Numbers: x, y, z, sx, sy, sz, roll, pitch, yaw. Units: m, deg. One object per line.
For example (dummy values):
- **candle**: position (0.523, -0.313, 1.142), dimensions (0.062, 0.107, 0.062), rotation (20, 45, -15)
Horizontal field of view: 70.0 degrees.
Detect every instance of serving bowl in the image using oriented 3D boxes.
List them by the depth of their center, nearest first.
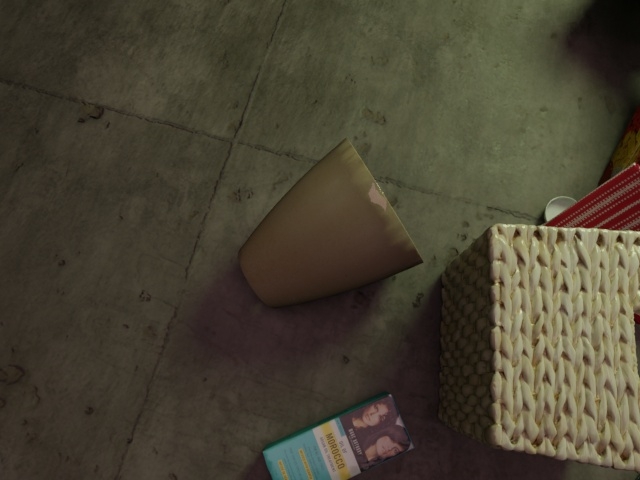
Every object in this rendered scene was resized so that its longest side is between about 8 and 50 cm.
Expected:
- **serving bowl**: position (0.497, -0.047, 0.938), dimensions (0.083, 0.027, 0.083), rotation (0, 75, -1)

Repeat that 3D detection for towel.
- **towel**: position (0.573, 0.015, 0.824), dimensions (0.275, 0.199, 0.031), rotation (44, 38, 0)

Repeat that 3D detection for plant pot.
- **plant pot**: position (0.000, 0.000, 0.825), dimensions (0.274, 0.256, 0.256), rotation (-32, 78, 9)

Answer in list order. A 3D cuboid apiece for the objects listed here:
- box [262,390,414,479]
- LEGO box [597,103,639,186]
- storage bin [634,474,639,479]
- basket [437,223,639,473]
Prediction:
- **box**: position (0.031, 0.363, 0.803), dimensions (0.244, 0.060, 0.101), rotation (-22, 77, -7)
- **LEGO box**: position (0.851, -0.172, 0.801), dimensions (0.500, 0.193, 0.372), rotation (25, 102, 11)
- **storage bin**: position (0.648, 0.432, 0.787), dimensions (0.180, 0.084, 0.122), rotation (-42, 80, -12)
- **basket**: position (0.355, 0.168, 0.725), dimensions (0.266, 0.331, 0.328), rotation (5, 75, 2)
